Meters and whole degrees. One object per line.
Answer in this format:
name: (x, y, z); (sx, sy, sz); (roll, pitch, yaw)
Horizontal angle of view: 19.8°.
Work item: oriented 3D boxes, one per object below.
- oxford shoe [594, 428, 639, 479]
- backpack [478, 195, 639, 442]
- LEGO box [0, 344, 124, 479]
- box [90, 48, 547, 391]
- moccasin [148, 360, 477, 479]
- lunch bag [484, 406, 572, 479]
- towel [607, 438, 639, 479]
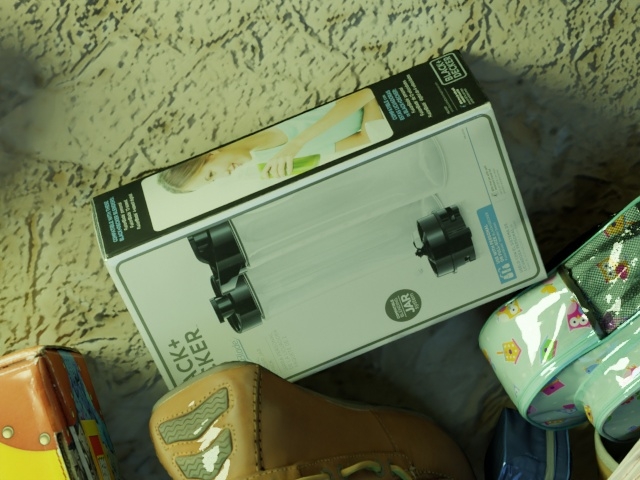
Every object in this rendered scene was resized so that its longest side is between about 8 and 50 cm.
oxford shoe: (0.410, 0.107, 1.466); (0.449, 0.169, 0.130); (-32, 119, 12)
backpack: (0.222, 0.072, 1.389); (0.188, 0.144, 0.166); (-30, 157, 15)
LEGO box: (-0.355, 0.328, 1.274); (0.500, 0.193, 0.372); (-19, 85, -2)
box: (0.000, 0.000, 1.325); (0.290, 0.087, 0.169); (-21, 126, 0)
moccasin: (0.022, 0.192, 1.367); (0.139, 0.147, 0.380); (-29, 154, 14)
lunch bag: (0.171, 0.184, 1.490); (0.065, 0.098, 0.067); (15, 122, -2)
towel: (0.303, 0.319, 1.457); (0.332, 0.053, 0.317); (25, 113, -24)
